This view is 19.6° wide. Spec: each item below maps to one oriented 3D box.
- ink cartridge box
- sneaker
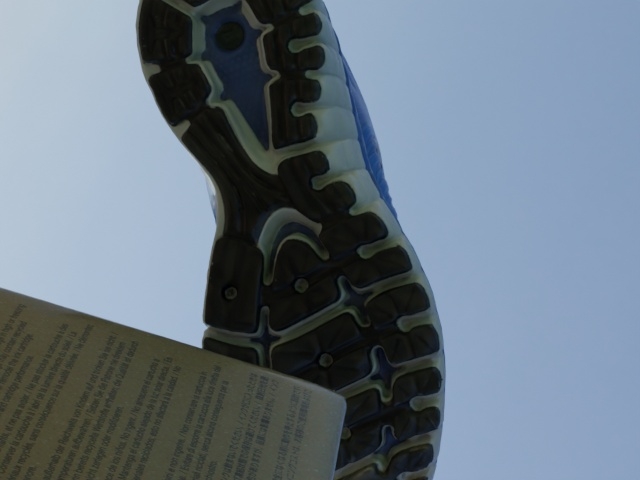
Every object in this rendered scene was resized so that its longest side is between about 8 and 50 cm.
[{"bbox_3d":[-0.098,0.113,0.697,0.234,0.193,0.088,-75,-178,-68],"label":"ink cartridge box"},{"bbox_3d":[0.000,0.000,1.005,0.130,0.330,0.147,-14,171,13],"label":"sneaker"}]
